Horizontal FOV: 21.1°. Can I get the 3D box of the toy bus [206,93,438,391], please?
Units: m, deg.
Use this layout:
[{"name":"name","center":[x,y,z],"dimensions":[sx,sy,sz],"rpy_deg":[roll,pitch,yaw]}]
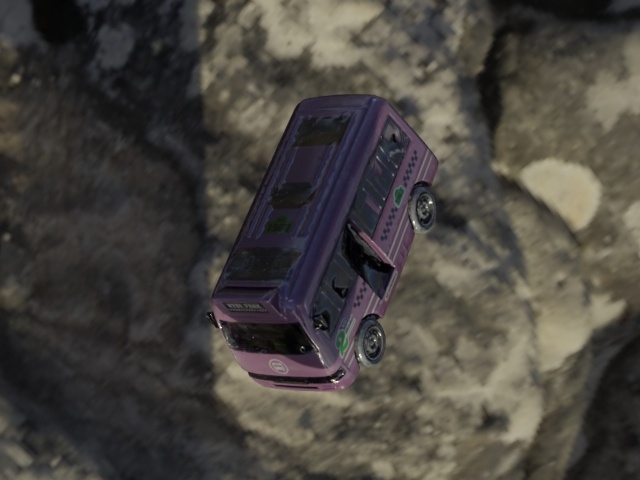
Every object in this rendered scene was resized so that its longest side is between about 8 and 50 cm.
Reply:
[{"name":"toy bus","center":[0.000,0.000,1.064],"dimensions":[0.098,0.086,0.178],"rpy_deg":[50,51,-42]}]
